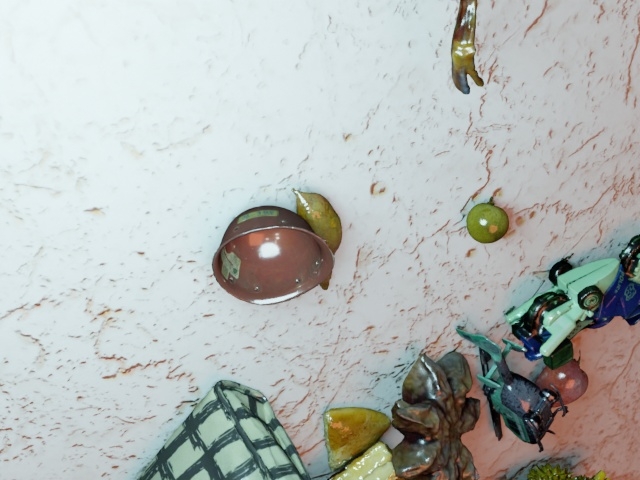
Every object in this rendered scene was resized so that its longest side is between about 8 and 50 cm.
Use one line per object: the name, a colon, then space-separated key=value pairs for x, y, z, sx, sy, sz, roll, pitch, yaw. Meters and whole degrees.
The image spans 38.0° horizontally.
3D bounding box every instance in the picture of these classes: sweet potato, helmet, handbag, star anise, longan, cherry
sweet potato: x=0.006 y=-0.003 z=1.429 sx=0.068 sy=0.068 sz=0.226 roll=-26 pitch=136 yaw=-11
helmet: x=-0.067 y=0.004 z=1.353 sx=0.175 sy=0.106 sz=0.155 roll=-13 pitch=133 yaw=13
handbag: x=-0.156 y=0.451 z=1.493 sx=0.162 sy=0.327 sz=0.325 roll=25 pitch=109 yaw=-44
star anise: x=0.220 y=0.356 z=1.712 sx=0.108 sy=0.315 sz=0.315 roll=-11 pitch=147 yaw=38
longan: x=0.282 y=-0.036 z=1.566 sx=0.075 sy=0.075 sz=0.083 roll=20 pitch=70 yaw=-38
star anise: x=0.196 y=-0.363 z=1.220 sx=0.237 sy=0.148 sz=0.346 roll=-7 pitch=116 yaw=-22
cherry: x=0.497 y=0.293 z=1.906 sx=0.106 sy=0.087 sz=0.126 roll=14 pitch=112 yaw=-31

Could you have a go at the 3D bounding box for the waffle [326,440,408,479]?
waffle: x=0.102 y=0.521 z=1.813 sx=0.213 sy=0.091 sz=0.308 roll=-37 pitch=143 yaw=-1

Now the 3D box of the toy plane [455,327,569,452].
toy plane: x=0.369 y=0.295 z=1.796 sx=0.106 sy=0.155 sz=0.382 roll=-53 pitch=139 yaw=-20

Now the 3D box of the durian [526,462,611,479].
durian: x=0.535 y=0.637 z=2.087 sx=0.293 sy=0.258 sz=0.258 roll=-16 pitch=130 yaw=-33

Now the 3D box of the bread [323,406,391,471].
bread: x=0.073 y=0.361 z=1.742 sx=0.136 sy=0.054 sz=0.154 roll=-18 pitch=132 yaw=-21

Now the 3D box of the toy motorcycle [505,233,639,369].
toy motorcycle: x=0.517 y=0.118 z=1.773 sx=0.331 sy=0.125 sz=0.196 roll=-30 pitch=131 yaw=-13
